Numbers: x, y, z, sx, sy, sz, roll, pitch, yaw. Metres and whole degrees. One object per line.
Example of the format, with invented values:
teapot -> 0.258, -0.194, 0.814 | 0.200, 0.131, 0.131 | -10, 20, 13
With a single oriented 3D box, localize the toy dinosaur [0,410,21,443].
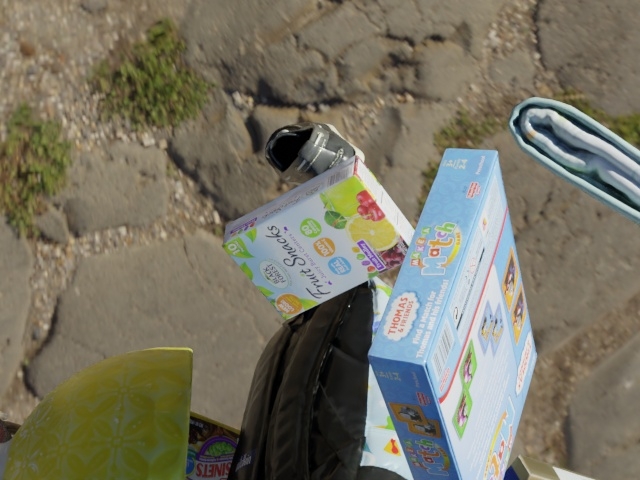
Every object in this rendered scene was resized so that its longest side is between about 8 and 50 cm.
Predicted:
toy dinosaur -> -0.338, 0.219, 1.058 | 0.127, 0.295, 0.200 | 27, 75, -15

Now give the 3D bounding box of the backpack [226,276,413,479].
backpack -> 0.029, 0.209, 1.340 | 0.273, 0.356, 0.290 | 20, 136, -31

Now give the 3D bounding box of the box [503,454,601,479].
box -> 0.196, 0.331, 1.273 | 0.136, 0.036, 0.225 | 21, 116, -34

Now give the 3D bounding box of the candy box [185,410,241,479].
candy box -> -0.140, 0.269, 1.443 | 0.027, 0.105, 0.206 | -9, 154, 33

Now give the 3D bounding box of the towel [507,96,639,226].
towel -> 0.446, -0.059, 1.628 | 0.090, 0.374, 0.320 | -55, 159, 11

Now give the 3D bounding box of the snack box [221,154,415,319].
snack box -> 0.000, 0.000, 1.044 | 0.141, 0.037, 0.100 | -27, 118, 22

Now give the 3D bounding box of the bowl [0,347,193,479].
bowl -> -0.188, 0.218, 0.904 | 0.156, 0.289, 0.289 | 7, 114, -8

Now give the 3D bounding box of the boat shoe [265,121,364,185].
boat shoe -> -0.025, -0.108, 1.400 | 0.079, 0.233, 0.084 | 23, 93, -22

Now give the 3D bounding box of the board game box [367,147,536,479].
board game box -> 0.091, 0.073, 0.750 | 0.039, 0.160, 0.211 | 5, 141, 24
